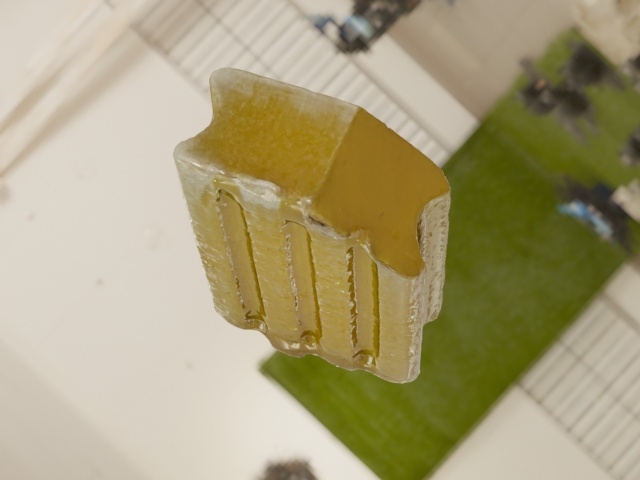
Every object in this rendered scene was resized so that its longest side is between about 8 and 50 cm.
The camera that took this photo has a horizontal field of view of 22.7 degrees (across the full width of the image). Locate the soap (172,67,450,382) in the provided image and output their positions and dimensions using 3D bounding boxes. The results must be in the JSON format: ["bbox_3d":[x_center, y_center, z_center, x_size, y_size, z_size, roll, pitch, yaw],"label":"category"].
[{"bbox_3d":[0.000,0.000,0.921,0.140,0.073,0.232,17,158,10],"label":"soap"}]
